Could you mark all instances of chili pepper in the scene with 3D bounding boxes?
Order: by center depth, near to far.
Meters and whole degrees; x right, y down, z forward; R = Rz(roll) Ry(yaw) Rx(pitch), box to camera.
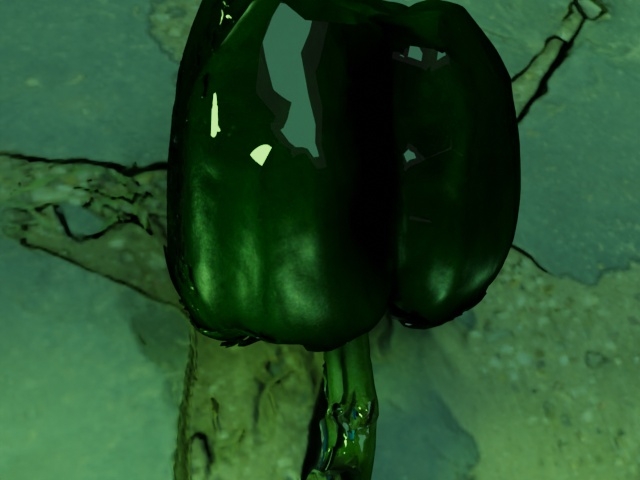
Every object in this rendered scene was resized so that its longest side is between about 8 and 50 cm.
[{"bbox_3d":[0.000,0.000,0.606,0.173,0.261,0.165,-12,24,-37],"label":"chili pepper"}]
